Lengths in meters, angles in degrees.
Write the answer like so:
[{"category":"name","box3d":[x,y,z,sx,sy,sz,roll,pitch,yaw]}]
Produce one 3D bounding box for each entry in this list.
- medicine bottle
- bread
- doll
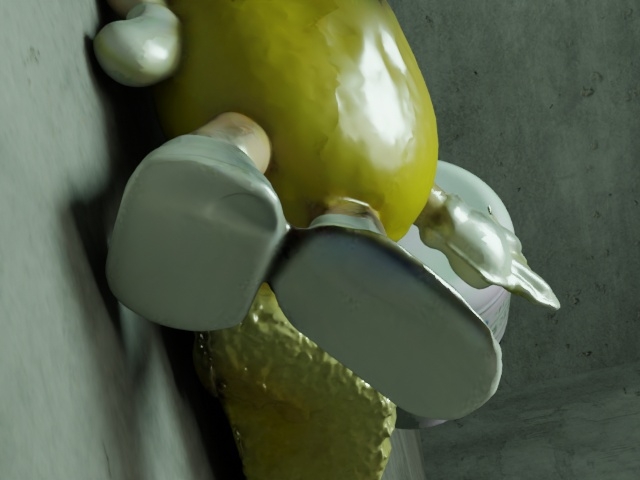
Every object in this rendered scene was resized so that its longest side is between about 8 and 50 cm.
[{"category":"medicine bottle","box3d":[0.110,0.074,1.573,0.302,0.241,0.241,87,-4,-52]},{"category":"bread","box3d":[-0.009,0.085,0.839,0.174,0.132,0.252,-90,166,-70]},{"category":"doll","box3d":[0.002,-0.055,0.797,0.348,0.161,0.423,47,23,7]}]
